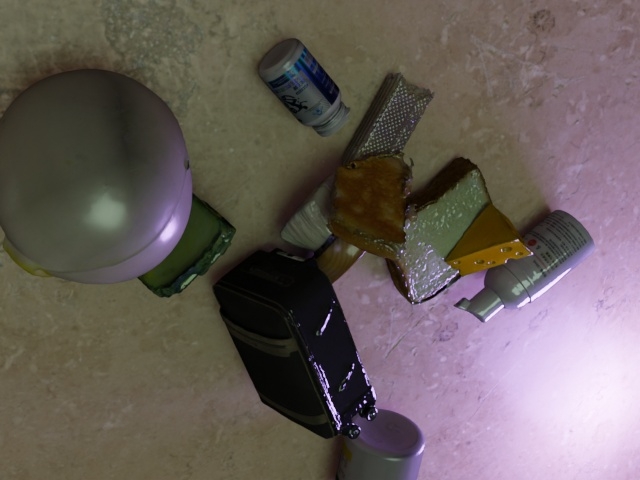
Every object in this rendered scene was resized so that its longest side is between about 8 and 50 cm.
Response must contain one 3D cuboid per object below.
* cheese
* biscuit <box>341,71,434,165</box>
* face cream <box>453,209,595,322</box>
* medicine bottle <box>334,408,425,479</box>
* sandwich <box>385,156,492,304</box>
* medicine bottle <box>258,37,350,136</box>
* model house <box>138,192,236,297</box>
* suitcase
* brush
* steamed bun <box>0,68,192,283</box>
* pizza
[{"bbox_3d":[0.381,0.021,1.638,0.171,0.126,0.093,-39,136,18],"label":"cheese"},{"bbox_3d":[0.146,-0.244,1.530,0.108,0.062,0.239,23,103,-32],"label":"biscuit"},{"bbox_3d":[0.512,0.089,1.792,0.369,0.145,0.145,-39,122,-2],"label":"face cream"},{"bbox_3d":[0.141,0.637,1.833,0.208,0.208,0.340,0,113,-24],"label":"medicine bottle"},{"bbox_3d":[0.281,-0.015,1.670,0.301,0.099,0.271,-34,126,-10],"label":"sandwich"},{"bbox_3d":[-0.028,-0.300,1.399,0.107,0.107,0.191,-45,122,0],"label":"medicine bottle"},{"bbox_3d":[-0.261,0.024,1.404,0.194,0.170,0.211,-49,159,-3],"label":"model house"},{"bbox_3d":[-0.059,0.230,1.524,0.194,0.283,0.434,-37,124,-30],"label":"suitcase"},{"bbox_3d":[0.000,0.000,1.529,0.166,0.174,0.267,39,129,-3],"label":"brush"},{"bbox_3d":[-0.382,-0.109,1.184,0.333,0.374,0.334,-11,151,-6],"label":"steamed bun"},{"bbox_3d":[0.113,-0.089,1.432,0.189,0.297,0.071,18,140,-2],"label":"pizza"}]
